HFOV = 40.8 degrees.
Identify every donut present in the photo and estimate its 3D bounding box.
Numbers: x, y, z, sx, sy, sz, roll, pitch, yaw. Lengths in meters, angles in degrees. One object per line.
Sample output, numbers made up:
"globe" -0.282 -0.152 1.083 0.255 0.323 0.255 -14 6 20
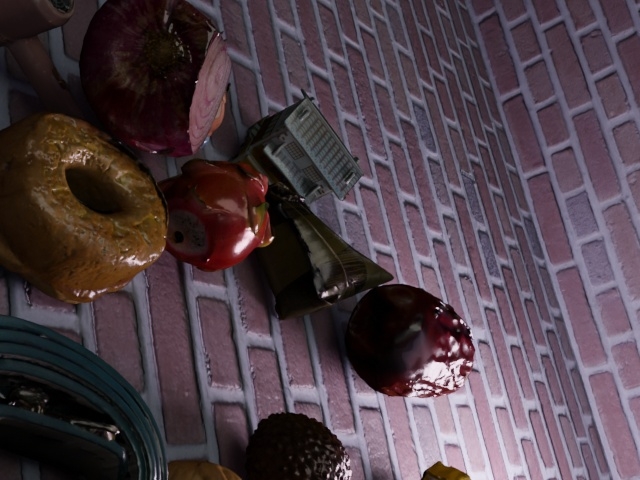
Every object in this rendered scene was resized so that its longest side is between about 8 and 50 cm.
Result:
"donut" -0.390 -0.056 1.359 0.317 0.150 0.299 -18 82 -60

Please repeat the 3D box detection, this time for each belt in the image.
"belt" -0.390 0.275 1.099 0.436 0.173 0.300 37 43 -39

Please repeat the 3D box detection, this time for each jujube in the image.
"jujube" 0.209 0.241 1.995 0.376 0.258 0.259 28 46 -56

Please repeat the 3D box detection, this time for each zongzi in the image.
"zongzi" 0.000 0.000 1.882 0.317 0.154 0.289 -15 81 -45

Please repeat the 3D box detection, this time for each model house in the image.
"model house" -0.051 -0.185 1.917 0.224 0.215 0.198 52 34 -22

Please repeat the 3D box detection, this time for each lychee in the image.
"lychee" -0.035 0.419 1.541 0.238 0.200 0.200 48 27 15

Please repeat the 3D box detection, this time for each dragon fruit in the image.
"dragon fruit" -0.198 -0.051 1.587 0.224 0.224 0.227 64 24 -3

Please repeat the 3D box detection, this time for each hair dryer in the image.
"hair dryer" -0.446 -0.278 1.430 0.107 0.189 0.344 -75 147 -50

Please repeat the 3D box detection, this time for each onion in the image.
"onion" -0.277 -0.278 1.409 0.230 0.272 0.256 21 62 -3

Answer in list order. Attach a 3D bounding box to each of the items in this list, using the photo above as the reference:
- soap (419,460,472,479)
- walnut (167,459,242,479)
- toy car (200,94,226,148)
"soap" 0.287 0.629 1.923 0.080 0.160 0.258 -8 76 -61
"walnut" -0.191 0.438 1.289 0.195 0.195 0.222 34 36 -42
"toy car" -0.293 -0.273 1.651 0.270 0.180 0.213 -15 92 -59
